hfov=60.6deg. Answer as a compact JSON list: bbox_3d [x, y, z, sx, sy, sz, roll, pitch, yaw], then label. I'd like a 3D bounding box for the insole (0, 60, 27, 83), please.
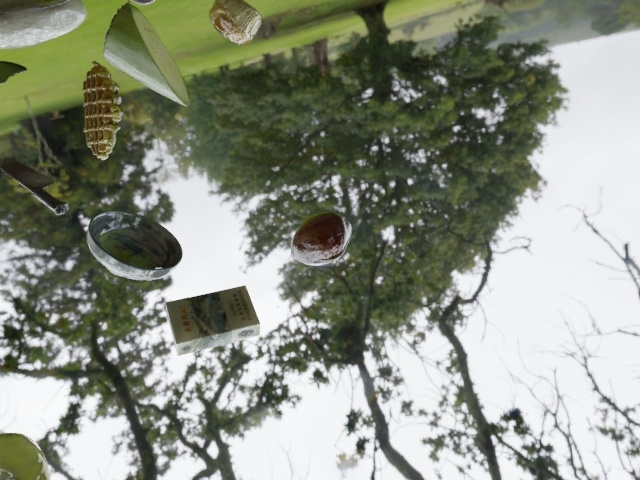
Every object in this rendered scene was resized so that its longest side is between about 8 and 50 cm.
[{"bbox_3d":[-0.845,-0.433,1.404,0.111,0.007,0.328,16,-158,-13],"label":"insole"}]

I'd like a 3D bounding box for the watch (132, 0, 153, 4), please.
[{"bbox_3d":[-0.530,-0.810,1.558,0.231,0.244,0.196,23,-135,18],"label":"watch"}]

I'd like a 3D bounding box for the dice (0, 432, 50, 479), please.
[{"bbox_3d":[-0.692,0.526,1.069,0.233,0.238,0.227,-27,158,25],"label":"dice"}]

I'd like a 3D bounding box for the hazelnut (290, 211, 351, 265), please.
[{"bbox_3d":[0.002,0.003,1.839,0.181,0.212,0.181,18,-112,16],"label":"hazelnut"}]

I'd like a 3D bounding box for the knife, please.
[{"bbox_3d":[-0.616,-0.126,1.180,0.230,0.028,0.060,32,-135,21],"label":"knife"}]

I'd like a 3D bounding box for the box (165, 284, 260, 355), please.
[{"bbox_3d":[-0.330,0.241,1.678,0.256,0.069,0.164,-11,-133,-20],"label":"box"}]

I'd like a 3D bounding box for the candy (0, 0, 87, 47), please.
[{"bbox_3d":[-1.055,-0.796,1.951,0.426,0.186,0.386,-19,-138,-20],"label":"candy"}]

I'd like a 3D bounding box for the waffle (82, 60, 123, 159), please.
[{"bbox_3d":[-0.737,-0.430,1.827,0.058,0.301,0.281,-6,-144,-40],"label":"waffle"}]

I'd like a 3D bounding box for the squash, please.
[{"bbox_3d":[-0.459,-0.525,1.548,0.260,0.189,0.189,26,-170,-12],"label":"squash"}]

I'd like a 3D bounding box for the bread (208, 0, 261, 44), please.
[{"bbox_3d":[-0.243,-0.622,1.544,0.106,0.140,0.236,-55,-165,10],"label":"bread"}]

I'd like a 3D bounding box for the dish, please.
[{"bbox_3d":[-0.552,0.045,1.590,0.273,0.134,0.273,25,-156,-12],"label":"dish"}]
